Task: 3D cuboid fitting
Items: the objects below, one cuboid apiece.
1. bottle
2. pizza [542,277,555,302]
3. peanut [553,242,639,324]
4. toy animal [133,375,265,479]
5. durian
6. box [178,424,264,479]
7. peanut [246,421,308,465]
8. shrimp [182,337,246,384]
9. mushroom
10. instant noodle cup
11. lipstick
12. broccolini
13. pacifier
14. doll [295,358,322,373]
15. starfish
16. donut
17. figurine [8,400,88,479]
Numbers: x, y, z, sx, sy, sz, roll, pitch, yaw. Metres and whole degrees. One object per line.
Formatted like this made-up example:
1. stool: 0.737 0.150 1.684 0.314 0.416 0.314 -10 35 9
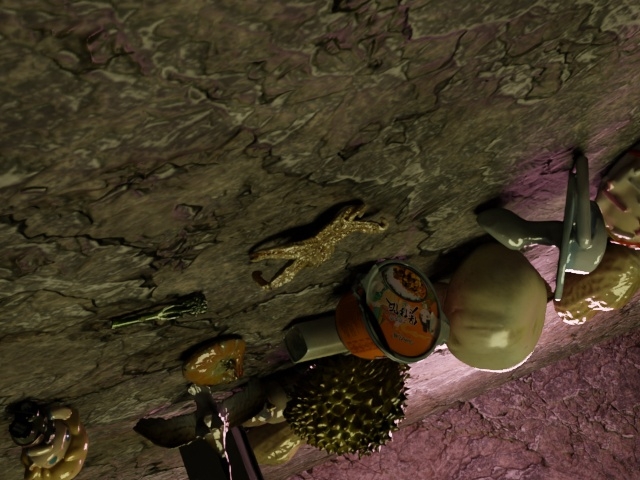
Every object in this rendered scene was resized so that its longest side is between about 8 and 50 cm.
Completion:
1. bottle: -0.082 0.343 1.842 0.209 0.097 0.110 -11 -171 -35
2. pizza: 0.348 0.153 1.870 0.409 0.114 0.278 -21 161 -14
3. peanut: 0.697 0.115 2.154 0.152 0.152 0.313 -11 158 -34
4. toy animal: -0.218 0.371 1.650 0.272 0.197 0.160 -17 156 -10
5. durian: 0.065 0.308 1.726 0.258 0.258 0.293 -42 -177 38
6. box: -0.229 0.517 1.940 0.163 0.243 0.135 -23 148 -4
7. peanut: -0.087 0.511 2.237 0.257 0.123 0.123 -26 160 9
8. shrimp: -0.170 0.218 1.506 0.115 0.051 0.217 -29 158 5
9. mushroom: 0.306 0.123 1.642 0.254 0.234 0.260 -27 123 -49
10. instant noodle cup: 0.105 0.134 1.471 0.125 0.208 0.177 -27 -153 49
11. lipstick: 0.049 0.174 1.611 0.253 0.077 0.079 -9 153 -40
12. broccolini: -0.224 0.100 1.188 0.140 0.030 0.035 -12 -167 -22
13. pacifier: 0.361 -0.027 1.405 0.207 0.227 0.279 3 -172 16
14. doll: 0.000 0.260 1.846 0.125 0.027 0.037 -13 149 -30
15. starfish: 0.004 0.009 1.182 0.210 0.053 0.150 -18 164 -24
16. donut: 0.685 -0.114 1.562 0.382 0.142 0.382 -22 159 -9
17. figurine: -0.437 0.314 1.366 0.108 0.114 0.196 0 146 -2
